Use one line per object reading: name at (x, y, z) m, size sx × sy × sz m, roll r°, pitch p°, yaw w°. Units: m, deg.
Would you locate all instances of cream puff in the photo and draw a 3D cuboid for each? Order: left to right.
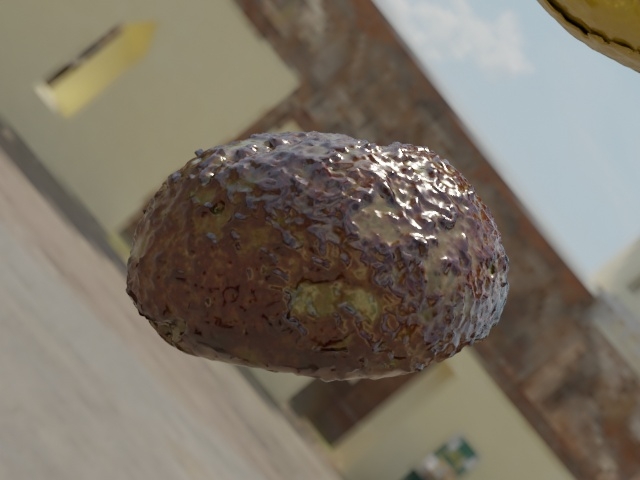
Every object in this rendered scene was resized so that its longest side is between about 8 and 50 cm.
cream puff at (0.000, 0.000, 0.712) m, size 0.149 × 0.149 × 0.084 m, roll -136°, pitch -131°, yaw -73°

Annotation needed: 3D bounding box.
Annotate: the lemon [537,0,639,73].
lemon at (0.189, -0.184, 0.936) m, size 0.260 × 0.204 × 0.204 m, roll 45°, pitch -3°, yaw 12°
